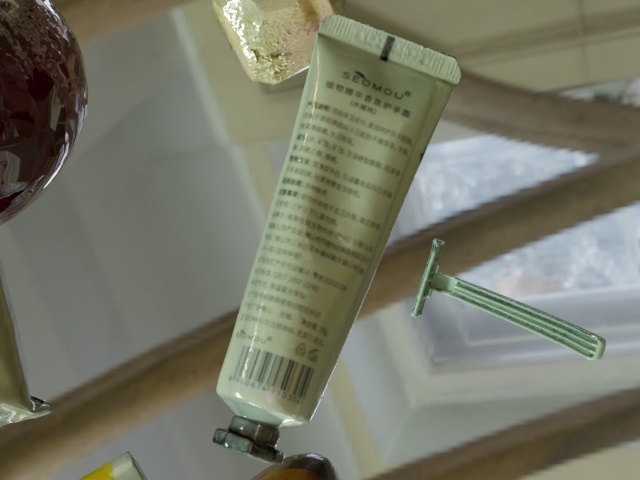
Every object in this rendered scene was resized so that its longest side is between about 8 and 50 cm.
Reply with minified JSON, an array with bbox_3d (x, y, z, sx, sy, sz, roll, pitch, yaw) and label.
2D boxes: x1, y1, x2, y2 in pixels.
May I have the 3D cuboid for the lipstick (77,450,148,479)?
[{"bbox_3d":[-0.291,0.302,1.470,0.059,0.264,0.059,58,173,11],"label":"lipstick"}]

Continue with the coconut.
[{"bbox_3d":[-0.032,-0.218,1.414,0.116,0.122,0.116,59,174,11],"label":"coconut"}]

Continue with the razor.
[{"bbox_3d":[0.151,0.056,1.158,0.037,0.191,0.068,10,-81,-45],"label":"razor"}]

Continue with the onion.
[{"bbox_3d":[-0.379,-0.122,1.432,0.260,0.282,0.337,43,-147,14],"label":"onion"}]

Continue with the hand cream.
[{"bbox_3d":[0.000,0.000,0.764,0.050,0.080,0.234,113,178,-81],"label":"hand cream"}]

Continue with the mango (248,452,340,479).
[{"bbox_3d":[-0.069,0.376,1.785,0.152,0.287,0.201,49,-155,-1],"label":"mango"}]

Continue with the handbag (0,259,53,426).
[{"bbox_3d":[-0.467,0.104,1.708,0.109,0.253,0.315,-134,31,-60],"label":"handbag"}]
